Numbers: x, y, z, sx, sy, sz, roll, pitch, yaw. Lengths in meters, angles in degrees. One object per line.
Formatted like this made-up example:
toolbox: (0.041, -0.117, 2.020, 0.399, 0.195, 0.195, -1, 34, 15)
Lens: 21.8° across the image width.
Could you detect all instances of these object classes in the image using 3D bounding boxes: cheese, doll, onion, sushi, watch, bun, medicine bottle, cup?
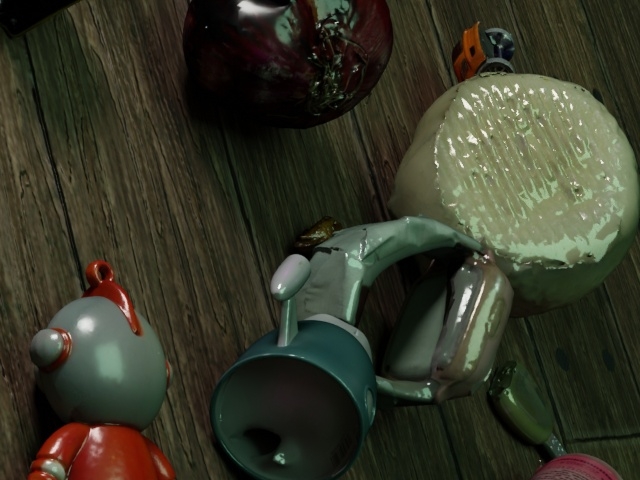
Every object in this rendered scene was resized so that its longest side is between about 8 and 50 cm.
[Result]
cheese: (0.301, 0.257, 2.293, 0.192, 0.037, 0.097, 53, 35, -19)
doll: (-0.206, 0.178, 1.555, 0.199, 0.105, 0.337, 18, 62, -48)
onion: (-0.050, -0.238, 1.969, 0.280, 0.221, 0.281, 20, 35, -14)
sushi: (0.000, 0.000, 2.027, 0.050, 0.047, 0.099, 65, 21, 7)
watch: (0.084, 0.079, 1.986, 0.241, 0.161, 0.253, 38, 58, -29)
bun: (0.256, -0.051, 2.243, 0.359, 0.211, 0.360, 8, 63, -15)
medicine bottle: (0.296, 0.369, 2.109, 0.247, 0.147, 0.147, -25, 89, -59)
cup: (-0.015, 0.160, 1.791, 0.173, 0.167, 0.300, -54, 140, -65)

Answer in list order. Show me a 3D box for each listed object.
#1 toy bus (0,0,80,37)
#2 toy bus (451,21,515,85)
toy bus: (-0.339, -0.389, 1.713, 0.331, 0.145, 0.151, 60, 31, -12)
toy bus: (0.278, -0.153, 2.434, 0.329, 0.153, 0.143, 53, 20, -21)
